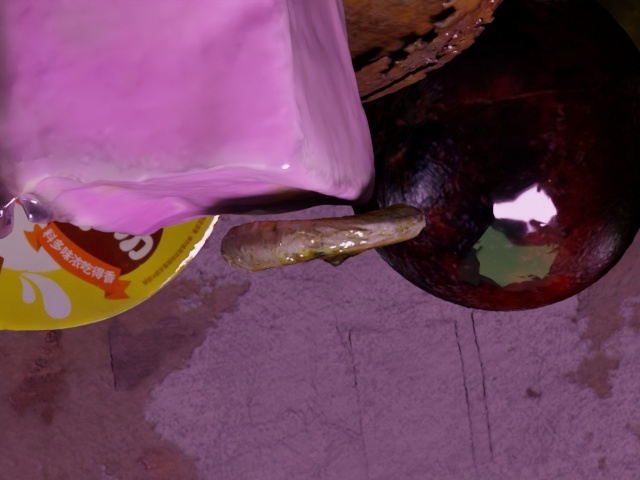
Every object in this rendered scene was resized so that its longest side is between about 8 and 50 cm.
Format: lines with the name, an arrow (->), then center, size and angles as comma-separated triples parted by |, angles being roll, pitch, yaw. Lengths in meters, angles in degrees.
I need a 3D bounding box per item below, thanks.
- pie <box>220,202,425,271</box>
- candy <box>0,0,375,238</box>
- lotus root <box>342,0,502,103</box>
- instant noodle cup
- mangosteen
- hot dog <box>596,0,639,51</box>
pie -> 0.002, 0.000, 0.489 | 0.084, 0.021, 0.084 | -8, 180, 0
candy -> -0.063, -0.135, 0.481 | 0.116, 0.265, 0.155 | -11, 177, 14
lotus root -> -0.018, -0.169, 0.708 | 0.179, 0.196, 0.397 | -47, -165, -27
instant noodle cup -> -0.214, -0.092, 1.042 | 0.311, 0.311, 0.221 | -7, -173, -2
mangosteen -> 0.123, -0.056, 0.815 | 0.216, 0.216, 0.216 | -7, 178, 0
hot dog -> 0.365, -0.156, 1.119 | 0.365, 0.196, 0.367 | 20, 178, -24
